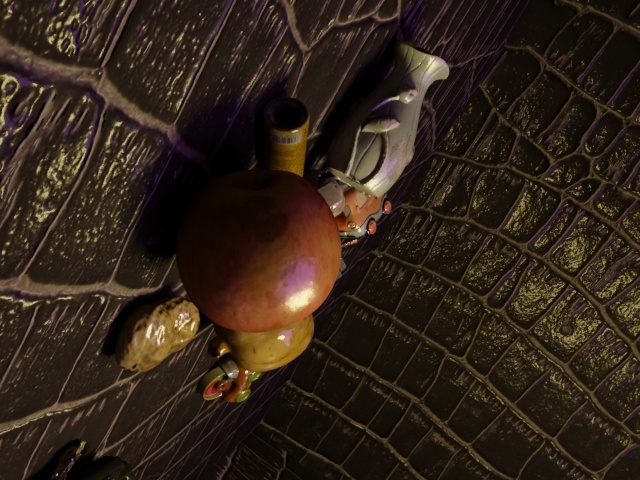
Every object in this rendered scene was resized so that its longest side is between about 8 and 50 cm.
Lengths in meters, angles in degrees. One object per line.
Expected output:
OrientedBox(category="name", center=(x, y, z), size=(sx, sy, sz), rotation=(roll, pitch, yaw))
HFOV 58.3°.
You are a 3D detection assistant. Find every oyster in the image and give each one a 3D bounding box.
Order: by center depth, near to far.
OrientedBox(category="oyster", center=(-0.680, 0.599, 1.505), size=(0.165, 0.053, 0.108), rotation=(-57, -166, -21))

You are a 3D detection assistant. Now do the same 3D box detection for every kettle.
OrientedBox(category="kettle", center=(-0.653, 0.739, 1.574), size=(0.262, 0.203, 0.308), rotation=(-24, 173, 19))

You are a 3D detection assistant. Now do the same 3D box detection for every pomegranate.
OrientedBox(category="pomegranate", center=(-0.194, 0.243, 1.738), size=(0.342, 0.343, 0.342), rotation=(-49, 166, -17))

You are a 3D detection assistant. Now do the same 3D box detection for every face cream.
OrientedBox(category="face cream", center=(-0.090, -0.195, 1.411), size=(0.105, 0.105, 0.348), rotation=(-47, 164, -25))

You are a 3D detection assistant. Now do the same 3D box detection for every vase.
OrientedBox(category="vase", center=(0.198, -0.357, 1.692), size=(0.445, 0.250, 0.250), rotation=(-60, 166, 2))

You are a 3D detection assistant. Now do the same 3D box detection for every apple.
OrientedBox(category="apple", center=(-0.139, 0.012, 1.251), size=(0.364, 0.364, 0.364), rotation=(-49, 166, -17))

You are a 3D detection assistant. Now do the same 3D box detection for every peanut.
OrientedBox(category="peanut", center=(-0.395, 0.223, 1.410), size=(0.233, 0.110, 0.196), rotation=(-29, 147, -60))

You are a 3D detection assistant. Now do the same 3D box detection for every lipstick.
OrientedBox(category="lipstick", center=(-0.095, -0.055, 1.554), size=(0.317, 0.066, 0.068), rotation=(-30, -174, -4))

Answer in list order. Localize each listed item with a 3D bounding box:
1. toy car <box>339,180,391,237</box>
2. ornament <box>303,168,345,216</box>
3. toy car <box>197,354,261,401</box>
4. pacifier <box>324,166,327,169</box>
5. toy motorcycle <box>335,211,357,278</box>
OrientedBox(category="toy car", center=(0.114, -0.143, 2.037), size=(0.270, 0.181, 0.212), rotation=(-50, 130, -39))
OrientedBox(category="ornament", center=(-0.013, -0.119, 1.683), size=(0.177, 0.177, 0.177), rotation=(-49, 166, -17))
OrientedBox(category="toy car", center=(-0.372, 0.540, 2.249), size=(0.235, 0.145, 0.235), rotation=(-32, 148, -24))
OrientedBox(category="pacifier", center=(0.070, -0.218, 1.876), size=(0.150, 0.117, 0.126), rotation=(-62, -170, 17))
OrientedBox(category="toy motorcycle", center=(0.000, 0.000, 1.874), size=(0.221, 0.147, 0.325), rotation=(-21, 135, 10))
